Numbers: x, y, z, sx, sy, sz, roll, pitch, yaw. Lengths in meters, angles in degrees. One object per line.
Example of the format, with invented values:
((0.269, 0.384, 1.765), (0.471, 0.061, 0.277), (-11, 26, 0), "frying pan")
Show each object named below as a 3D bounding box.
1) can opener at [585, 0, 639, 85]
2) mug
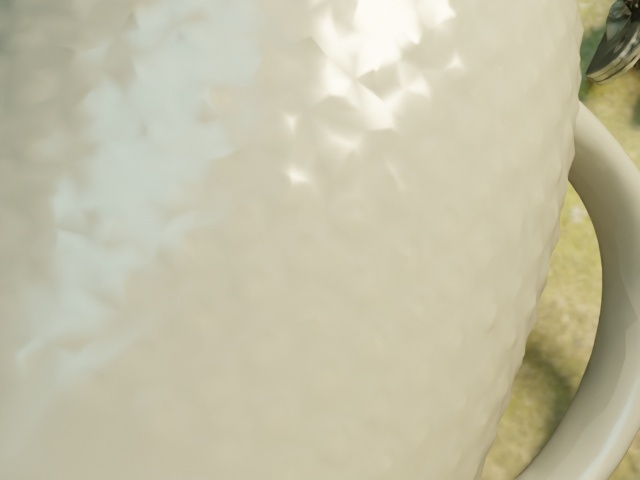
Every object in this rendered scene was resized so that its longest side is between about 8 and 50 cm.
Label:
((0.237, -0.187, 0.939), (0.095, 0.076, 0.283), (35, 59, -8), "can opener")
((0.000, 0.000, 0.672), (0.276, 0.374, 0.328), (3, 66, 61), "mug")
